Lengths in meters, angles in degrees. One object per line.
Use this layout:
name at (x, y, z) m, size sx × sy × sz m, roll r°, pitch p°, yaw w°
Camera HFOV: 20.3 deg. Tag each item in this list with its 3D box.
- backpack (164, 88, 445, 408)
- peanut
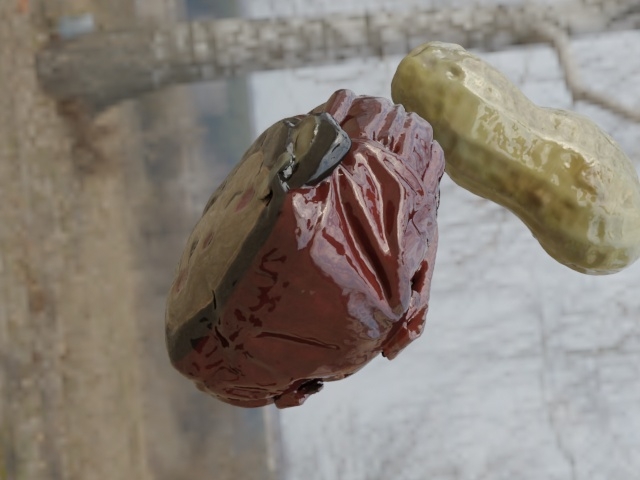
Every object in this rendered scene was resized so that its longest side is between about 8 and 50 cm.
backpack at (-0.002, -0.002, 1.159) m, size 0.229 × 0.139 × 0.229 m, roll -54°, pitch -169°, yaw 15°
peanut at (0.191, -0.081, 1.679) m, size 0.130 × 0.290 × 0.130 m, roll -55°, pitch -178°, yaw 3°
